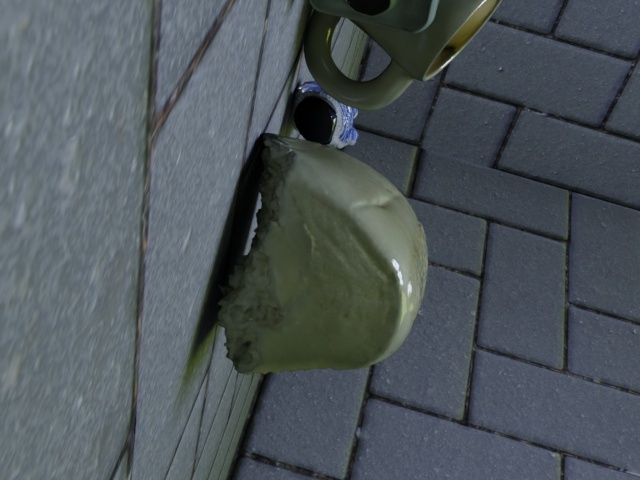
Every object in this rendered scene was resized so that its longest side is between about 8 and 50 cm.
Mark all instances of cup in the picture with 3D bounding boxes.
[{"bbox_3d":[0.098,-0.312,1.184,0.173,0.202,0.255,-41,172,-44],"label":"cup"}]

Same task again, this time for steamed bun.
[{"bbox_3d":[0.000,0.000,1.089,0.290,0.273,0.272,-80,170,-67],"label":"steamed bun"}]

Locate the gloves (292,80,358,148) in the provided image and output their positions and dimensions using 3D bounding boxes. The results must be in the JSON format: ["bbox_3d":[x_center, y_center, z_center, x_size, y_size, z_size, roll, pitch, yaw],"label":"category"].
[{"bbox_3d":[0.010,-0.187,1.343,0.097,0.119,0.229,-42,-176,4],"label":"gloves"}]

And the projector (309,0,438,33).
[{"bbox_3d":[0.077,-0.354,0.950,0.242,0.163,0.177,98,10,-65],"label":"projector"}]
